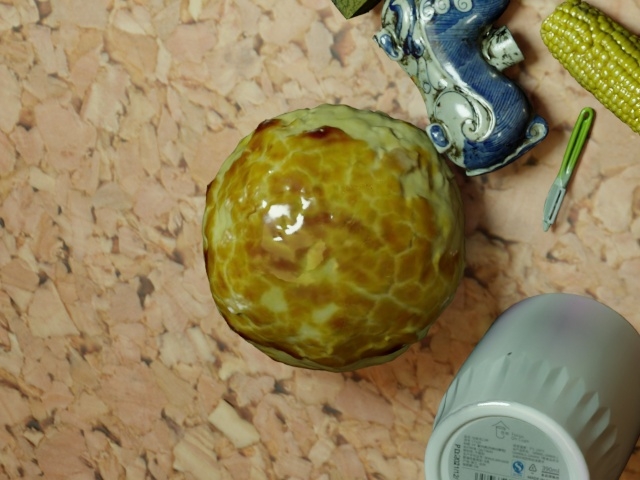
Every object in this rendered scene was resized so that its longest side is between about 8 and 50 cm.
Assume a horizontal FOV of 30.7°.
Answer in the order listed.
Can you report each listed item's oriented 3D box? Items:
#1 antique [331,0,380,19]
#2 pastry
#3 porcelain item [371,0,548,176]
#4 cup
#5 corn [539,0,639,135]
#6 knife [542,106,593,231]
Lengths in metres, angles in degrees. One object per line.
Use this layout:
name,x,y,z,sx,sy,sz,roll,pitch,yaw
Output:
antique,0.101,-0.397,1.557,0.221,0.081,0.080,-38,90,30
pastry,0.013,0.003,1.601,0.389,0.312,0.388,6,114,15
porcelain item,0.200,-0.237,1.550,0.186,0.138,0.288,-28,88,17
cup,0.289,0.233,1.522,0.253,0.371,0.253,6,106,21
corn,0.405,-0.188,1.453,0.310,0.101,0.101,43,123,10
knife,0.332,-0.096,1.576,0.022,0.026,0.184,9,116,-16
